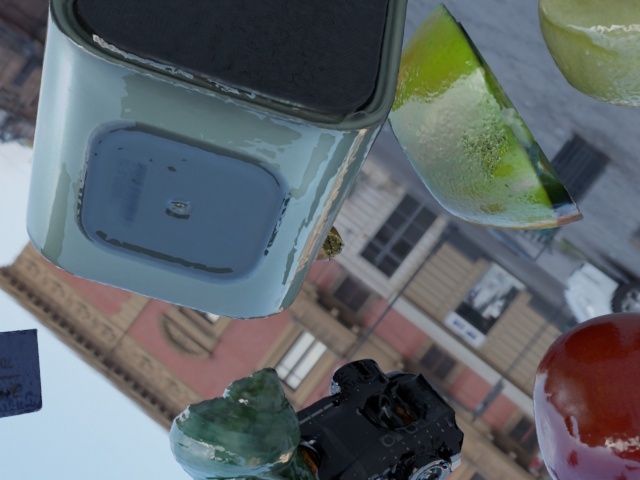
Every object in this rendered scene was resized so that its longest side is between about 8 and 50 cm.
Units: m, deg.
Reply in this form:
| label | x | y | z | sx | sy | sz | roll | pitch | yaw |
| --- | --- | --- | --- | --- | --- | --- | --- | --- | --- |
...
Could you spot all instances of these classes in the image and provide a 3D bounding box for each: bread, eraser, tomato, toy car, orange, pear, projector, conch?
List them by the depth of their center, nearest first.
| label | x | y | z | sx | sy | sz | roll | pitch | yaw |
| --- | --- | --- | --- | --- | --- | --- | --- | --- | --- |
| projector | -0.089 | -0.114 | 0.802 | 0.248 | 0.249 | 0.248 | 17 | -131 | -8 |
| eraser | -0.340 | 0.126 | 0.875 | 0.036 | 0.082 | 0.225 | -6 | 176 | 41 |
| conch | -0.072 | 0.229 | 1.021 | 0.176 | 0.122 | 0.188 | 19 | 134 | 27 |
| toy car | 0.032 | 0.268 | 1.192 | 0.193 | 0.301 | 0.118 | 48 | 154 | 41 |
| tomato | 0.415 | 0.247 | 1.351 | 0.226 | 0.298 | 0.298 | -7 | -161 | -16 |
| bread | 0.460 | -0.322 | 1.355 | 0.237 | 0.320 | 0.320 | 58 | 171 | -33 |
| pear | 0.218 | -0.159 | 1.475 | 0.399 | 0.165 | 0.399 | 53 | -166 | -19 |
| orange | 0.000 | 0.000 | 1.783 | 0.086 | 0.062 | 0.086 | -2 | -162 | 1 |
